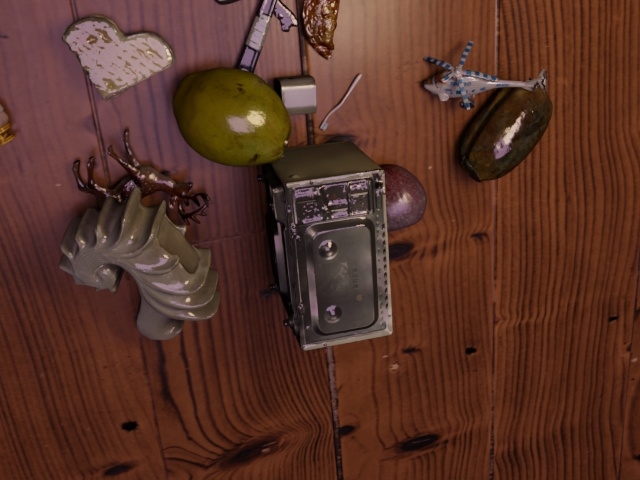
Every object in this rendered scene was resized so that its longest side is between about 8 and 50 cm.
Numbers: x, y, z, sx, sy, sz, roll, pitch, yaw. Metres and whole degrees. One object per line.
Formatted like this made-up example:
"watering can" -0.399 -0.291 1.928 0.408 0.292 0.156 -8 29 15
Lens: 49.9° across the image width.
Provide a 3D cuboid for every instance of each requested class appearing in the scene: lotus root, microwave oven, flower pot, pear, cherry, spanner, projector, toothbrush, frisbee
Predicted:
"lotus root" 0.464 -0.266 1.718 0.160 0.152 0.274 32 101 -36
"microwave oven" 0.000 0.000 1.589 0.247 0.333 0.394 -8 112 -8
"flower pot" -0.386 0.064 1.551 0.254 0.164 0.367 -25 126 22
"pear" -0.191 -0.266 1.495 0.269 0.212 0.212 26 102 5
"cherry" 0.180 -0.103 1.701 0.176 0.140 0.176 0 104 -2
"spanner" -0.132 -0.493 1.522 0.087 0.024 0.315 17 106 -21
"projector" -0.058 -0.333 1.578 0.082 0.083 0.083 -8 111 -14
"toothbrush" 0.048 -0.333 1.648 0.017 0.014 0.162 33 98 -9
"frisbee" -0.110 -0.548 1.524 0.211 0.012 0.187 -42 116 2

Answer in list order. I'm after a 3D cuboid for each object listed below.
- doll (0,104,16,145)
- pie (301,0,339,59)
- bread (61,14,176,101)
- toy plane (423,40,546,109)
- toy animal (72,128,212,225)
"doll" -0.698 -0.257 1.432 0.084 0.073 0.127 -14 119 24
"pie" 0.002 -0.510 1.561 0.088 0.033 0.191 5 108 -14
"bread" -0.429 -0.379 1.465 0.232 0.064 0.172 10 107 -18
"toy plane" 0.389 -0.382 1.648 0.273 0.181 0.107 -11 157 2
"toy animal" -0.405 -0.118 1.571 0.244 0.087 0.260 -26 120 11
